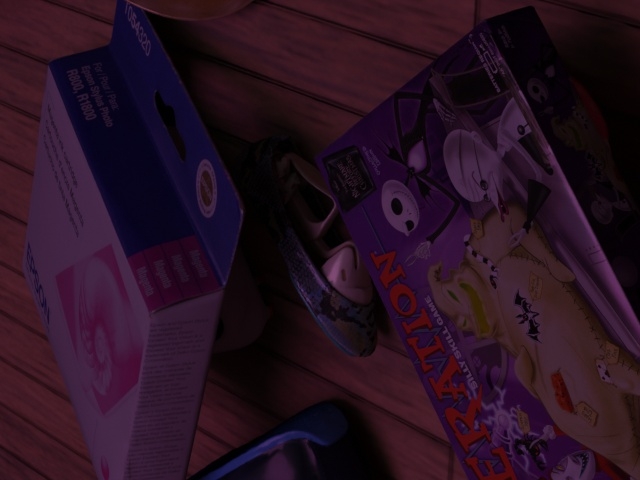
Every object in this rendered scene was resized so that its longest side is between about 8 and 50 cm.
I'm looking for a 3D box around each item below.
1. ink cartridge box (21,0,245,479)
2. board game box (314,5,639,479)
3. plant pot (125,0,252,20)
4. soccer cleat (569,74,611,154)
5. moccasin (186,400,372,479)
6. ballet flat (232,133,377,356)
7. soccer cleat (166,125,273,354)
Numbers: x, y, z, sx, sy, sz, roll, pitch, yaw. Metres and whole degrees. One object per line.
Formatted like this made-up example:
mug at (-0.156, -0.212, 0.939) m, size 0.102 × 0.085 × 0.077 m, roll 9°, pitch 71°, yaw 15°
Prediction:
ink cartridge box at (-0.169, 0.003, 1.239) m, size 0.324 × 0.071 × 0.330 m, roll -119°, pitch 33°, yaw -43°
board game box at (0.133, 0.058, 0.918) m, size 0.347 × 0.056 × 0.208 m, roll 64°, pitch 148°, yaw 7°
plant pot at (-0.124, -0.273, 1.119) m, size 0.236 × 0.032 × 0.236 m, roll 20°, pitch 136°, yaw 20°
soccer cleat at (0.129, -0.010, 1.010) m, size 0.248 × 0.083 × 0.095 m, roll 103°, pitch 158°, yaw -43°
moccasin at (-0.080, 0.255, 1.309) m, size 0.117 × 0.138 × 0.342 m, roll 57°, pitch 140°, yaw 2°
ballet flat at (0.000, 0.000, 1.153) m, size 0.188 × 0.070 × 0.070 m, roll 56°, pitch 139°, yaw 5°
soccer cleat at (-0.103, 0.000, 1.248) m, size 0.068 × 0.076 × 0.196 m, roll -17°, pitch 96°, yaw 49°
